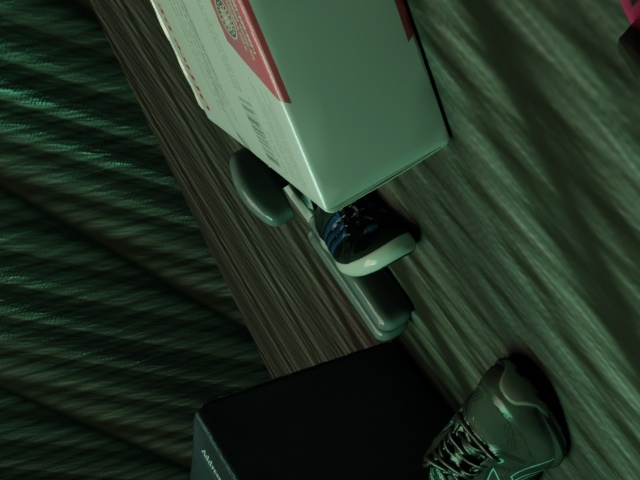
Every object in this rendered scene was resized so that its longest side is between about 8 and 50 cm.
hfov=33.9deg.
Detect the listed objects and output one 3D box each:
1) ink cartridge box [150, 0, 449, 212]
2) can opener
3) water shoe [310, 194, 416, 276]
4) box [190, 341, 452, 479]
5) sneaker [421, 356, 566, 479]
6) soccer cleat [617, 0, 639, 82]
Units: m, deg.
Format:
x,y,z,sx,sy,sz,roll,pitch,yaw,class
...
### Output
x,y,z,sx,sy,sz,roll,pitch,yaw,class
-0.039,-0.173,0.849,0.283,0.117,0.207,41,158,58,ink cartridge box
0.000,0.000,1.215,0.280,0.093,0.074,51,166,17,can opener
0.029,-0.019,1.062,0.080,0.073,0.203,65,167,-14,water shoe
0.059,0.475,1.286,0.480,0.297,0.471,51,147,39,box
0.157,0.201,0.983,0.101,0.106,0.267,55,167,29,sneaker
0.163,-0.070,0.291,0.116,0.143,0.331,106,156,-68,soccer cleat
